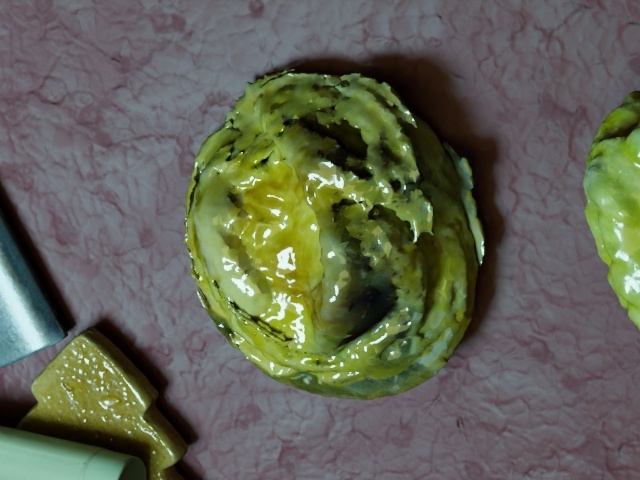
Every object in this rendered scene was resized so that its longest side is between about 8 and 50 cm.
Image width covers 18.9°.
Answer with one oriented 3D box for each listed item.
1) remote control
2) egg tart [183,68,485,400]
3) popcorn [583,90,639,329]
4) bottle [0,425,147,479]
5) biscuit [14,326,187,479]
[{"bbox_3d":[-0.360,-0.058,1.756,0.107,0.044,0.377,-24,99,20],"label":"remote control"},{"bbox_3d":[0.000,0.000,1.616,0.297,0.132,0.297,5,105,21],"label":"egg tart"},{"bbox_3d":[0.314,-0.042,1.469,0.225,0.174,0.286,17,112,20],"label":"popcorn"},{"bbox_3d":[-0.263,0.211,1.757,0.201,0.072,0.072,10,110,20],"label":"bottle"},{"bbox_3d":[-0.204,0.191,1.789,0.212,0.041,0.238,6,109,23],"label":"biscuit"}]
